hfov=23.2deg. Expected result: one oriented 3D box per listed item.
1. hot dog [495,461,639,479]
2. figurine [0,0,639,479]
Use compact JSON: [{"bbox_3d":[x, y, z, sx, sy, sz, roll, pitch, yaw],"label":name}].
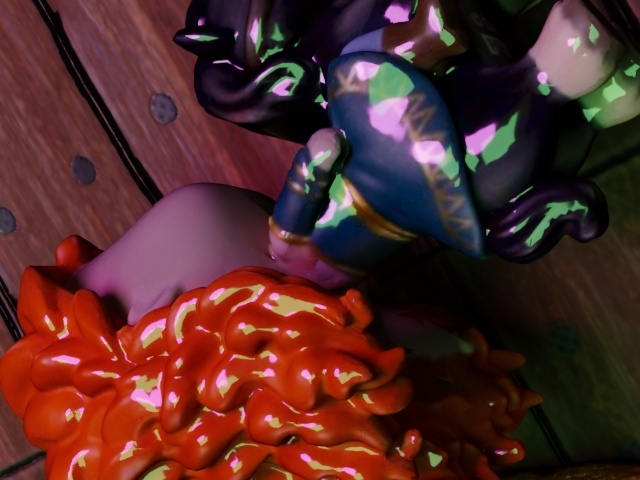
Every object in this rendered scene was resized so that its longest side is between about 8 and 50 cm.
[{"bbox_3d":[0.158,0.170,0.950,0.289,0.083,0.068,-6,87,28],"label":"hot dog"},{"bbox_3d":[-0.001,-0.012,0.862,0.306,0.241,0.412,23,97,17],"label":"figurine"}]
